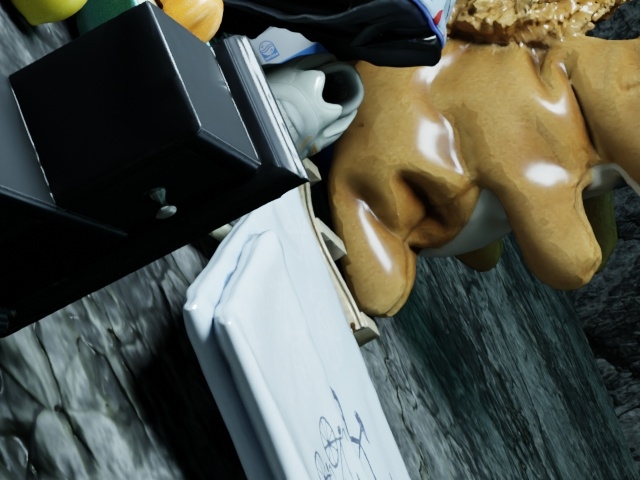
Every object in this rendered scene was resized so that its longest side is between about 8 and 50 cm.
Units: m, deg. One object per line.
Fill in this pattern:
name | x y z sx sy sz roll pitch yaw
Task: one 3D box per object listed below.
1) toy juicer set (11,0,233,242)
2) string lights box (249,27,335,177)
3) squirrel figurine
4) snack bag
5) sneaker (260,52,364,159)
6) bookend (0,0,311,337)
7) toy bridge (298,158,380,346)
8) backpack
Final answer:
toy juicer set | -0.113 -0.139 0.903 0.329 0.090 0.209 64 12 1
string lights box | 0.023 -0.134 1.489 0.259 0.077 0.133 59 14 -21
squirrel figurine | 0.208 -0.151 1.323 0.281 0.371 0.396 -4 79 -57
snack bag | 0.013 0.131 0.906 0.342 0.037 0.323 -70 139 -73
sneaker | -0.015 -0.107 1.168 0.099 0.121 0.262 62 12 -11
bookend | -0.108 -0.033 0.546 0.072 0.157 0.156 67 12 16
toy bridge | 0.000 0.000 1.235 0.063 0.026 0.188 40 26 -59
backpack | -0.006 -0.249 1.117 0.263 0.213 0.276 26 1 18
